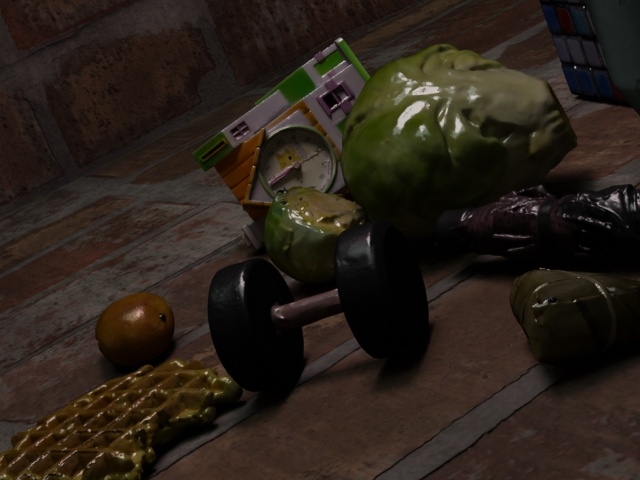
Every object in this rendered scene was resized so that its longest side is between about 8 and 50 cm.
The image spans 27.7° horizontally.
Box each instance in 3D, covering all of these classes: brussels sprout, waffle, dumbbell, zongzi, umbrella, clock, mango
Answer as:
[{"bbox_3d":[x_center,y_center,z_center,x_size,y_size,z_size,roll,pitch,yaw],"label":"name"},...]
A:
[{"bbox_3d":[-0.004,0.003,1.781,0.151,0.122,0.149,14,28,1],"label":"brussels sprout"},{"bbox_3d":[-0.246,0.223,1.498,0.300,0.058,0.281,-29,17,-24],"label":"waffle"},{"bbox_3d":[-0.002,0.074,1.466,0.218,0.153,0.152,-17,17,20],"label":"dumbbell"},{"bbox_3d":[0.279,0.060,1.280,0.176,0.079,0.160,-12,16,1],"label":"zongzi"},{"bbox_3d":[0.260,-0.013,1.502,0.090,0.094,0.326,-26,13,-39],"label":"umbrella"},{"bbox_3d":[-0.026,-0.131,2.060,0.309,0.235,0.166,-36,0,-4],"label":"clock"},{"bbox_3d":[-0.258,0.121,1.809,0.115,0.089,0.165,-35,14,-6],"label":"mango"},{"bbox_3d":[0.172,-0.137,1.755,0.316,0.243,0.274,-25,21,-10],"label":"brussels sprout"}]

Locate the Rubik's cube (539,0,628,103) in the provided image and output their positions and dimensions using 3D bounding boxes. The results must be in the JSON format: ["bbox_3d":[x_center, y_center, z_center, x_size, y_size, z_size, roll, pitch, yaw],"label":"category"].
[{"bbox_3d":[0.527,-0.398,2.035,0.291,0.287,0.293,-26,16,-7],"label":"Rubik's cube"}]

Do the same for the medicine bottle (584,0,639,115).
[{"bbox_3d":[0.469,-0.236,1.583,0.245,0.290,0.245,-20,15,6],"label":"medicine bottle"}]
